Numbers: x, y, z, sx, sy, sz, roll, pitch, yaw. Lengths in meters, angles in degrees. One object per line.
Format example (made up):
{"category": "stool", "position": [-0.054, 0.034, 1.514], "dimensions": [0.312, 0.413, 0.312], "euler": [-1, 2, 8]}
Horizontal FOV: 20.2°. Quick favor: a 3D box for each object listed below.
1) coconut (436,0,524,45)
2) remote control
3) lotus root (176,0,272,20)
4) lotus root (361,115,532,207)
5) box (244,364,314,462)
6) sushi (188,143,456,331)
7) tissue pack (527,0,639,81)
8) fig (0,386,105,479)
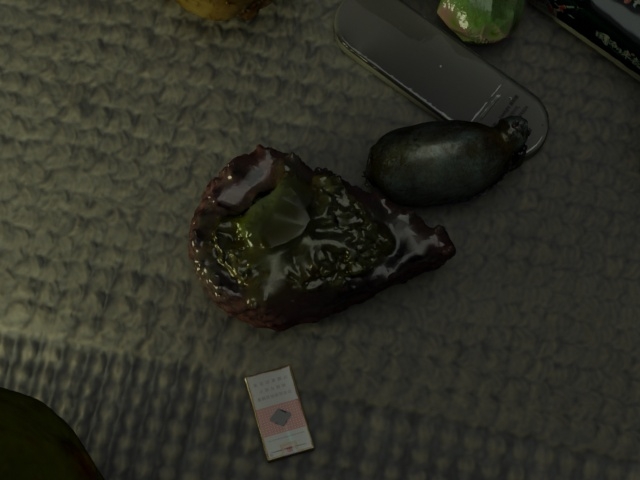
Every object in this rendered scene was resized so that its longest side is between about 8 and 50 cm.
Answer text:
{"category": "coconut", "position": [0.158, -0.229, 1.748], "dimensions": [0.083, 0.081, 0.082], "euler": [-4, 30, -32]}
{"category": "remote control", "position": [0.117, -0.162, 1.759], "dimensions": [0.245, 0.022, 0.077], "euler": [37, 80, 9]}
{"category": "lotus root", "position": [-0.127, -0.340, 1.750], "dimensions": [0.160, 0.146, 0.284], "euler": [-31, 82, -28]}
{"category": "lotus root", "position": [0.120, -0.075, 1.699], "dimensions": [0.165, 0.088, 0.088], "euler": [-10, 74, 1]}
{"category": "box", "position": [-0.038, 0.161, 1.671], "dimensions": [0.046, 0.012, 0.083], "euler": [-16, 74, -4]}
{"category": "sushi", "position": [-0.011, 0.016, 1.668], "dimensions": [0.241, 0.107, 0.161], "euler": [27, 80, 7]}
{"category": "tissue pack", "position": [0.294, -0.231, 1.740], "dimensions": [0.170, 0.090, 0.103], "euler": [38, 75, 10]}
{"category": "fig", "position": [-0.338, 0.261, 1.528], "dimensions": [0.326, 0.258, 0.258], "euler": [-19, 74, 8]}
